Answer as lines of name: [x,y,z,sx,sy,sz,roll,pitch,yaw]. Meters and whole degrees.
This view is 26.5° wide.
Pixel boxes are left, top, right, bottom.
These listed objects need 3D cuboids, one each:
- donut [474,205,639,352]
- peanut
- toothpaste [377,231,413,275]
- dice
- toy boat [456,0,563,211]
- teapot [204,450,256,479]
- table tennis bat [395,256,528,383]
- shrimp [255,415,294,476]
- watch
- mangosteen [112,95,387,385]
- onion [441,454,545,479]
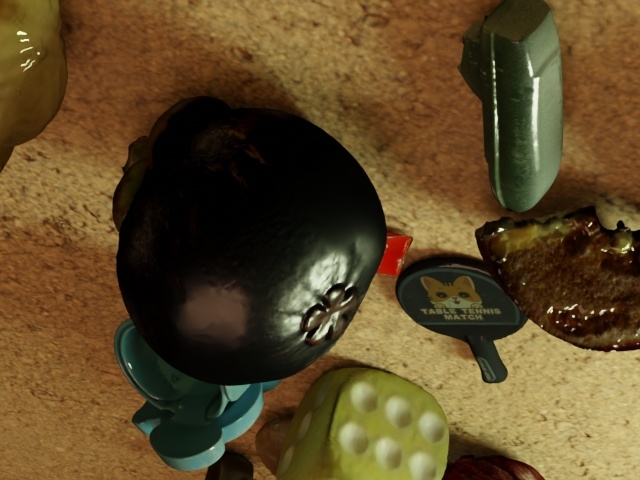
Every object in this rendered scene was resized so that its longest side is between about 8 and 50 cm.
donut: [0.237,0.036,1.327,0.187,0.144,0.126,-5,-173,-7]
peanut: [-0.320,-0.142,1.277,0.148,0.147,0.319,23,144,-13]
toothpaste: [0.000,0.000,1.457,0.194,0.045,0.071,11,140,-4]
dice: [0.053,0.273,1.731,0.169,0.166,0.169,24,146,-14]
toy boat: [0.168,-0.111,1.190,0.085,0.078,0.260,28,154,27]
teapot: [-0.131,0.355,2.024,0.068,0.076,0.121,16,176,-18]
table tennis bat: [0.171,0.090,1.541,0.150,0.027,0.236,-1,142,23]
shrimp: [0.045,0.338,1.923,0.317,0.077,0.168,35,140,-23]
watch: [-0.161,0.146,1.639,0.211,0.211,0.193,-4,122,27]
mangosteen: [-0.092,-0.011,1.314,0.302,0.275,0.275,41,161,31]
onion: [0.197,0.369,1.811,0.252,0.219,0.252,-24,160,-9]
